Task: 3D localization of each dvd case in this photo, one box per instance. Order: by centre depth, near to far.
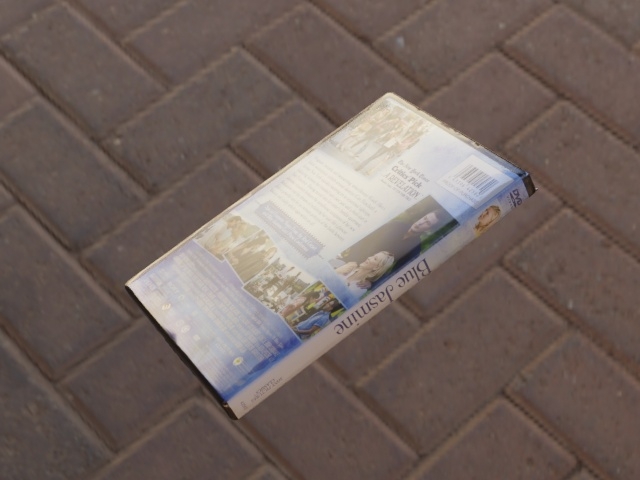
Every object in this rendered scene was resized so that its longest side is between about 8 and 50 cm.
[{"bbox_3d":[0.000,0.000,0.917,0.253,0.022,0.180,-37,36,-10],"label":"dvd case"}]
